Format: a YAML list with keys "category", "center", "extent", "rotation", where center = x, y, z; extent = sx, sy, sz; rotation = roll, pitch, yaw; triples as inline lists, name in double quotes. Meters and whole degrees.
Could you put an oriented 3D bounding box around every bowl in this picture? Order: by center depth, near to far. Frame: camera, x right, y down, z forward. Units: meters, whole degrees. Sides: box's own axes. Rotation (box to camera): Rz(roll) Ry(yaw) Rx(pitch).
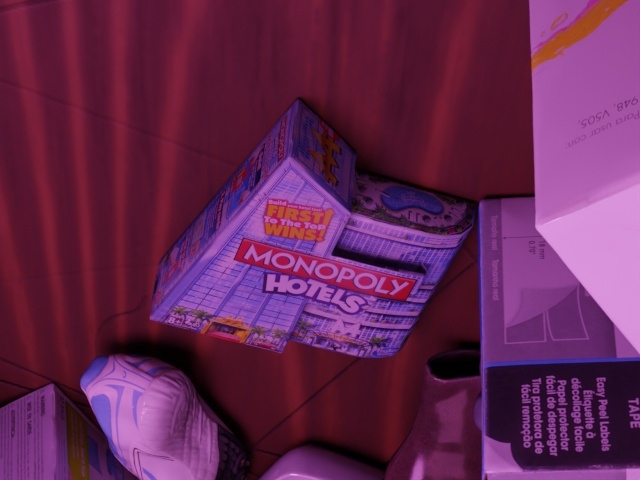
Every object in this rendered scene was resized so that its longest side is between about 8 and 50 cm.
- category: "bowl"
  center: [0.003, 0.226, 1.414]
  extent: [0.142, 0.053, 0.142]
  rotation: [21, 135, -18]

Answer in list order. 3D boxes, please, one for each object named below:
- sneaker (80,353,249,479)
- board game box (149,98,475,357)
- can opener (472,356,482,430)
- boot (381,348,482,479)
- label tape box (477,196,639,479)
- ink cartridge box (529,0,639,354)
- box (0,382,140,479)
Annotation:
- category: "sneaker"
  center: [-0.122, 0.163, 1.352]
  extent: [0.086, 0.085, 0.237]
  rotation: [24, 153, 30]
- category: "board game box"
  center: [0.000, 0.000, 1.165]
  extent: [0.194, 0.060, 0.194]
  rotation: [15, 137, -10]
- category: "can opener"
  center: [0.244, 0.135, 1.173]
  extent: [0.283, 0.095, 0.076]
  rotation: [10, 110, 12]
- category: "boot"
  center: [0.171, 0.183, 1.325]
  extent: [0.248, 0.090, 0.207]
  rotation: [4, 123, -19]
- category: "label tape box"
  center: [0.271, 0.080, 1.096]
  extent: [0.334, 0.240, 0.106]
  rotation: [-2, 135, 7]
- category: "ink cartridge box"
  center: [0.205, -0.044, 0.882]
  extent: [0.119, 0.353, 0.207]
  rotation: [-23, 130, 27]
- category: "box"
  center: [-0.205, 0.232, 1.385]
  extent: [0.103, 0.114, 0.203]
  rotation: [-26, 130, 13]
